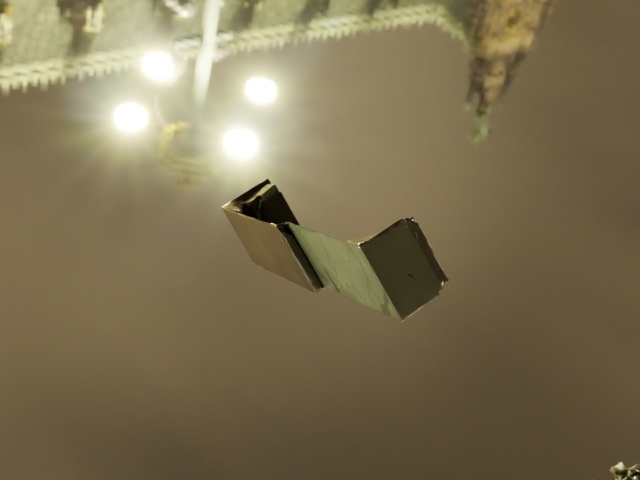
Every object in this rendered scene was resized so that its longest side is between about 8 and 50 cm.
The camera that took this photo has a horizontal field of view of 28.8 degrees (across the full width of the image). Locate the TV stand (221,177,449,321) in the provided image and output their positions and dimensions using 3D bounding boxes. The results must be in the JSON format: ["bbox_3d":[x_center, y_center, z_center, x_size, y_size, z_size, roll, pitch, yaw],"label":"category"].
[{"bbox_3d":[0.000,0.000,0.742,0.040,0.049,0.256,-33,-165,-13],"label":"TV stand"}]

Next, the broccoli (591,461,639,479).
[{"bbox_3d":[0.218,0.261,0.556,0.397,0.275,0.353,-27,-110,-13],"label":"broccoli"}]
